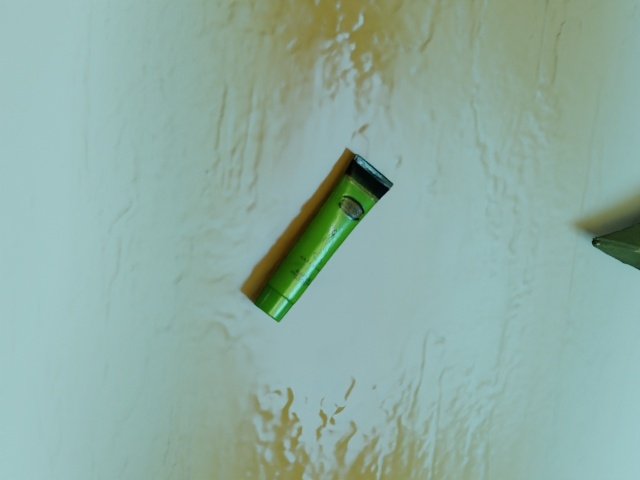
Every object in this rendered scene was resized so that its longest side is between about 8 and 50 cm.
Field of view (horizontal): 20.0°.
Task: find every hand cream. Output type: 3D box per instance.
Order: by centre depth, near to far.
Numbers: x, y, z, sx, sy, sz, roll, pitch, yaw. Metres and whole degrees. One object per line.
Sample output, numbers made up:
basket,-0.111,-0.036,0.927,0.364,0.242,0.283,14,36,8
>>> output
hand cream,0.000,0.000,1.209,0.036,0.023,0.122,38,86,-27

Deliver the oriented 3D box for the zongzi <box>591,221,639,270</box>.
zongzi,0.277,-0.040,1.307,0.130,0.062,0.154,23,91,-17
